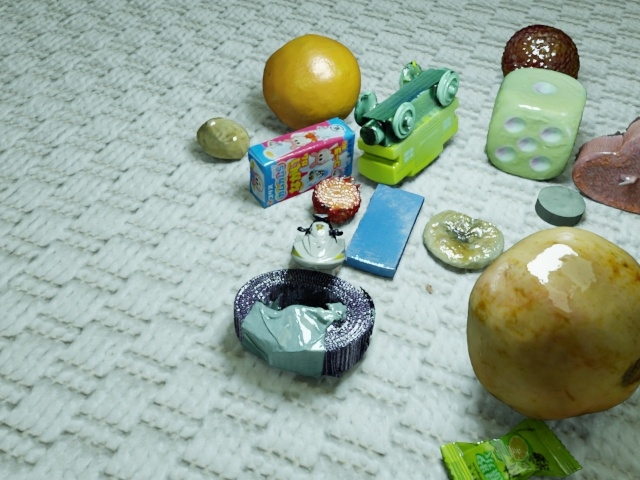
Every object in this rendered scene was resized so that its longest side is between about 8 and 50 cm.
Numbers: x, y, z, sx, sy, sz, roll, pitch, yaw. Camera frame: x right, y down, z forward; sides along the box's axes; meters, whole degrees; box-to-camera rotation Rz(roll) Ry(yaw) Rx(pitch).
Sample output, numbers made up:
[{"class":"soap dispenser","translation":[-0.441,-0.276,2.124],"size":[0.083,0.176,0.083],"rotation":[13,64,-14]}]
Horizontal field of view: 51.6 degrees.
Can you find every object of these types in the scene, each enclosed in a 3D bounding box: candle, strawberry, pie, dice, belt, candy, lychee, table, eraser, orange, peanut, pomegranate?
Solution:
[{"class":"candle","translation":[0.889,-0.184,1.868],"size":[0.317,0.287,0.131],"rotation":[-18,30,44]},{"class":"strawberry","translation":[0.044,-0.110,1.831],"size":[0.145,0.086,0.145],"rotation":[0,46,-1]},{"class":"pie","translation":[0.375,0.004,1.765],"size":[0.218,0.052,0.185],"rotation":[20,53,19]},{"class":"dice","translation":[0.646,-0.356,2.000],"size":[0.255,0.249,0.252],"rotation":[18,46,14]},{"class":"belt","translation":[-0.041,0.180,1.515],"size":[0.325,0.122,0.260],"rotation":[12,41,8]},{"class":"candy","translation":[0.376,0.436,1.322],"size":[0.247,0.069,0.149],"rotation":[-14,50,-16]},{"class":"lychee","translation":[0.745,-0.602,2.254],"size":[0.261,0.260,0.260],"rotation":[2,45,-2]},{"class":"candy","translation":[-0.053,-0.224,1.890],"size":[0.306,0.157,0.100],"rotation":[-22,51,-24]},{"class":"table","translation":[0.684,-0.098,1.891],"size":[0.134,0.043,0.133],"rotation":[2,45,-2]},{"class":"eraser","translation":[0.175,-0.031,1.792],"size":[0.144,0.042,0.311],"rotation":[17,47,12]},{"class":"orange","translation":[-0.025,-0.487,2.058],"size":[0.312,0.312,0.312],"rotation":[2,45,-2]},{"class":"peanut","translation":[-0.288,-0.304,1.992],"size":[0.159,0.109,0.140],"rotation":[35,63,13]},{"class":"pomegranate","translation":[0.490,0.160,1.384],"size":[0.412,0.411,0.411],"rotation":[2,45,-2]}]

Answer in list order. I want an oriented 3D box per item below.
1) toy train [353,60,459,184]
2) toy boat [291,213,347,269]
[{"class":"toy train","translation":[0.261,-0.343,1.948],"size":[0.179,0.272,0.442],"rotation":[22,46,33]},{"class":"toy boat","translation":[0.000,0.006,1.613],"size":[0.141,0.269,0.140],"rotation":[0,88,1]}]
